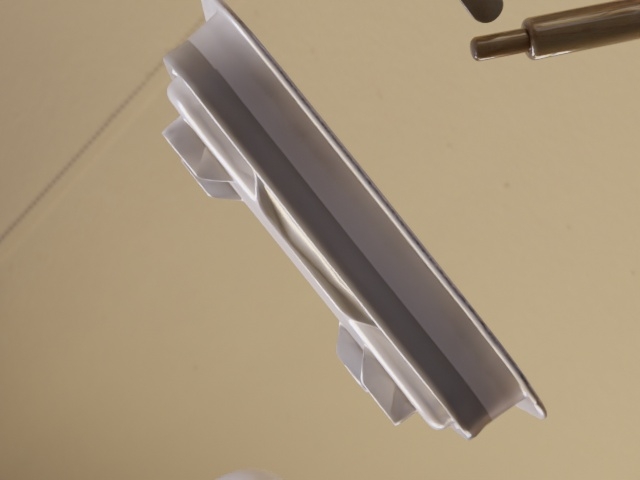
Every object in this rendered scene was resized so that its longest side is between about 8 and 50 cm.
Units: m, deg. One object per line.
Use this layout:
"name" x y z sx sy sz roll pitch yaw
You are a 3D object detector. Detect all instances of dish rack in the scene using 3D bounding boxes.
"dish rack" 0.000 0.000 0.857 0.072 0.333 0.285 -38 -89 -3

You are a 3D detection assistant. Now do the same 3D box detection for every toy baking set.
"toy baking set" 0.147 -0.216 0.961 0.256 0.030 0.197 -16 -77 -7

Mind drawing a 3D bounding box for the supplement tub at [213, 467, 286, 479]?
"supplement tub" -0.001 0.399 1.413 0.331 0.241 0.241 37 -67 -21
